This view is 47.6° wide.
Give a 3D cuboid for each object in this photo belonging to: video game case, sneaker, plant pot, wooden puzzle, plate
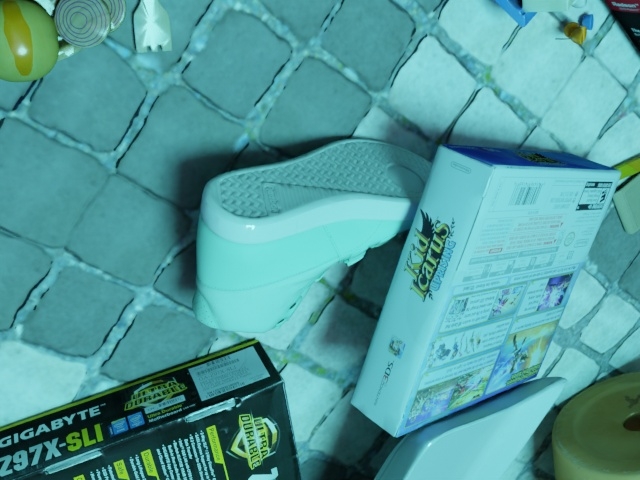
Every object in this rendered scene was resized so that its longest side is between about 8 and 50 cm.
[{"bbox_3d":[0.164,0.037,0.685,0.269,0.061,0.244,-4,116,-48],"label":"video game case"},{"bbox_3d":[-0.001,0.000,0.639,0.256,0.094,0.151,-12,139,-34],"label":"sneaker"},{"bbox_3d":[0.402,0.293,0.861,0.291,0.291,0.203,-28,106,-11],"label":"plant pot"},{"bbox_3d":[0.368,-0.052,0.824,0.078,0.014,0.116,-31,122,-5],"label":"wooden puzzle"},{"bbox_3d":[0.122,0.263,0.778,0.278,0.045,0.277,-5,128,-46],"label":"plate"}]

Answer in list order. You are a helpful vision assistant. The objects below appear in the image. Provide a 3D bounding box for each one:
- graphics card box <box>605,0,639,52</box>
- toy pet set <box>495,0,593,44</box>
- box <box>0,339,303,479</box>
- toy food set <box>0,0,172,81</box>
[{"bbox_3d":[0.455,-0.148,0.686,0.371,0.233,0.094,38,85,-32],"label":"graphics card box"},{"bbox_3d":[0.199,-0.230,0.647,0.114,0.065,0.122,-49,137,-44],"label":"toy pet set"},{"bbox_3d":[-0.141,0.282,0.699,0.257,0.079,0.322,-19,120,-18],"label":"box"},{"bbox_3d":[-0.196,-0.173,0.483,0.192,0.038,0.132,-12,117,-20],"label":"toy food set"}]
